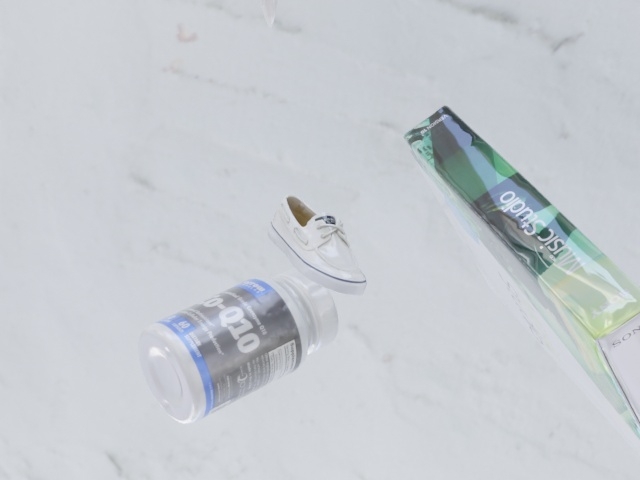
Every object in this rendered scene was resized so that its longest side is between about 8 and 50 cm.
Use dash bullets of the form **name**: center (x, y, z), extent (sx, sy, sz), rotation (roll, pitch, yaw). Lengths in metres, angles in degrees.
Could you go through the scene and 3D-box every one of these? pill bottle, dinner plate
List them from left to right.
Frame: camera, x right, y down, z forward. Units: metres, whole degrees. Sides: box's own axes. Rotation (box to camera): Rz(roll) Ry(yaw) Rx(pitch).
- **pill bottle**: center (-0.058, 0.074, 0.897), extent (0.078, 0.137, 0.078), rotation (34, -44, 40)
- **dinner plate**: center (-0.060, -0.331, 1.474), extent (0.017, 0.141, 0.141), rotation (6, -62, -7)

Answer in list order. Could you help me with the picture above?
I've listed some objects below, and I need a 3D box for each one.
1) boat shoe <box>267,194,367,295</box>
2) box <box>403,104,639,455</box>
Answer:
- **boat shoe**: center (0.000, 0.000, 0.756), extent (0.100, 0.035, 0.035), rotation (44, -59, 52)
- **box**: center (0.202, 0.046, 1.030), extent (0.058, 0.322, 0.232), rotation (-37, -51, -1)
